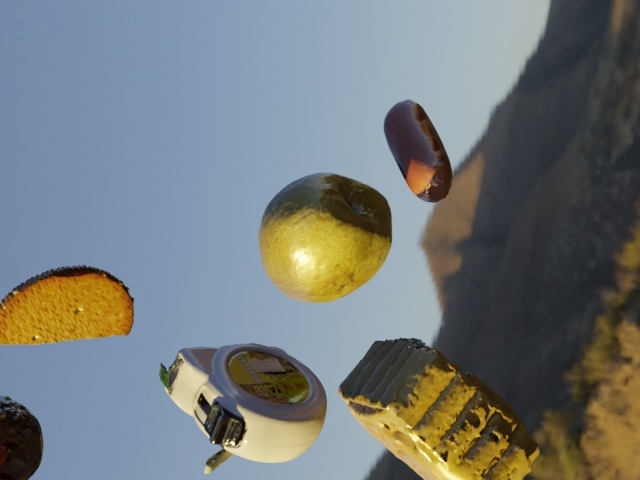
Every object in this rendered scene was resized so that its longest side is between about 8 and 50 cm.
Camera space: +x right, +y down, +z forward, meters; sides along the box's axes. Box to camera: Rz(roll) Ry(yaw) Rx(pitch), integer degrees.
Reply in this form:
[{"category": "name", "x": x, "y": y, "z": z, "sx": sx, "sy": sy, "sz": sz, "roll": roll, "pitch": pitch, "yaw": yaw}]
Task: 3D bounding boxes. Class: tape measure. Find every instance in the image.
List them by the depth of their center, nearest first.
[{"category": "tape measure", "x": -0.088, "y": 0.215, "z": 1.745, "sx": 0.196, "sy": 0.178, "sz": 0.105, "roll": 4, "pitch": -59, "yaw": -35}]

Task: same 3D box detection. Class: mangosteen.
[{"category": "mangosteen", "x": -0.543, "y": 0.345, "z": 2.219, "sx": 0.184, "sy": 0.172, "sz": 0.172, "roll": -49, "pitch": -16, "yaw": -4}]

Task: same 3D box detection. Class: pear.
[{"category": "pear", "x": 0.000, "y": 0.000, "z": 2.168, "sx": 0.229, "sy": 0.188, "sz": 0.211, "roll": 4, "pitch": -45, "yaw": -47}]

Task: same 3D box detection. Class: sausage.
[{"category": "sausage", "x": 0.139, "y": -0.127, "z": 1.913, "sx": 0.194, "sy": 0.077, "sz": 0.077, "roll": -109, "pitch": 14, "yaw": -45}]

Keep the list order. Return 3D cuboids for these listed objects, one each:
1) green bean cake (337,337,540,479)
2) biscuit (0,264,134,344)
[{"category": "green bean cake", "x": 0.150, "y": 0.237, "z": 1.753, "sx": 0.131, "sy": 0.224, "sz": 0.230, "roll": -49, "pitch": 11, "yaw": -12}, {"category": "biscuit", "x": -0.336, "y": 0.084, "z": 1.782, "sx": 0.025, "sy": 0.206, "sz": 0.126, "roll": 52, "pitch": 133, "yaw": 43}]
